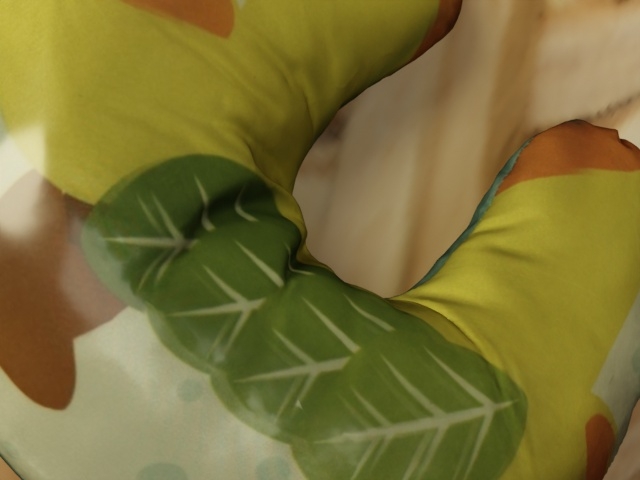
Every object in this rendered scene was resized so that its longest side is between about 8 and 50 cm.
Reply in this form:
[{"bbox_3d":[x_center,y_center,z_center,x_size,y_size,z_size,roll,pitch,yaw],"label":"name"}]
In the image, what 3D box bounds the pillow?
[{"bbox_3d":[0.000,0.000,0.418,0.233,0.086,0.214,48,63,-15],"label":"pillow"}]
